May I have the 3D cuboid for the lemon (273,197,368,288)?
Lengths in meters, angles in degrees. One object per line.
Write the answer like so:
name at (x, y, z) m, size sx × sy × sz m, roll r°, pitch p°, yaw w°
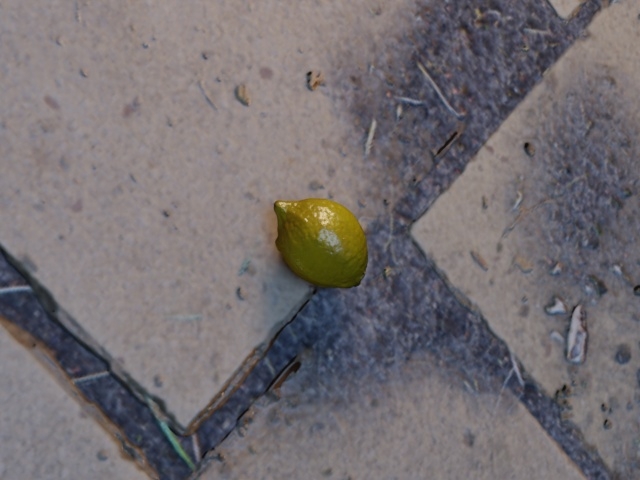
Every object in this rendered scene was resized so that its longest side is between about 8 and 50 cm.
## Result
lemon at (0.000, 0.000, 0.886) m, size 0.092 × 0.065 × 0.065 m, roll 43°, pitch 69°, yaw -10°
